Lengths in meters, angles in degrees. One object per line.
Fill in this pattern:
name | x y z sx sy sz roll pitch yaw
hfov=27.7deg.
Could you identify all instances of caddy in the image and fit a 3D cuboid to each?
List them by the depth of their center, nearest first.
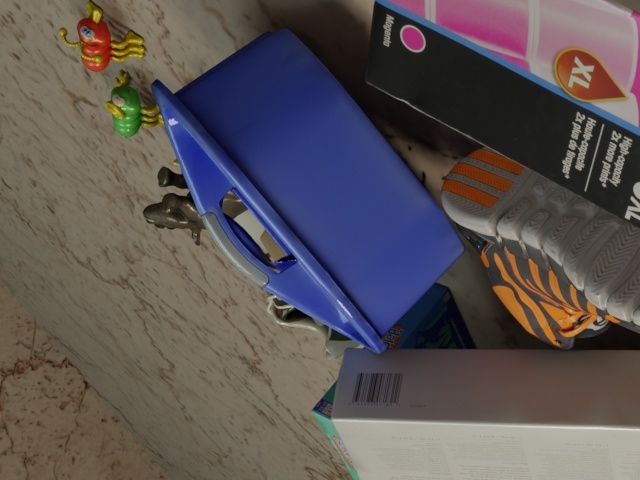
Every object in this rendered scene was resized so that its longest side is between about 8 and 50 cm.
caddy | -0.024 -0.043 1.254 0.341 0.179 0.241 50 177 -11

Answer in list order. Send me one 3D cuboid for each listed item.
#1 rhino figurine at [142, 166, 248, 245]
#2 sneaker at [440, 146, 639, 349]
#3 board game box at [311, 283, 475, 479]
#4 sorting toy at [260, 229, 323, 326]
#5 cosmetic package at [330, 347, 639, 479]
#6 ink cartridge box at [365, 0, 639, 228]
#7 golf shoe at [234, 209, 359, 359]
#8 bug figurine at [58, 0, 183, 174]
rhino figurine | -0.134 -0.050 1.514 0.106 0.073 0.243 12 155 -29
sneaker | 0.256 0.033 1.137 0.321 0.124 0.180 34 163 46
board game box | 0.096 0.173 1.506 0.047 0.210 0.160 21 151 41
sorting toy | 0.000 0.000 1.491 0.274 0.046 0.132 55 140 18
cosmetic package | 0.229 0.225 1.328 0.377 0.097 0.284 -1 139 18
ink cartridge box | 0.201 -0.119 0.949 0.371 0.069 0.176 29 140 22
golf shoe | -0.040 0.030 1.587 0.273 0.120 0.105 35 158 19
bug figurine | -0.190 -0.156 1.549 0.279 0.072 0.216 35 157 15
